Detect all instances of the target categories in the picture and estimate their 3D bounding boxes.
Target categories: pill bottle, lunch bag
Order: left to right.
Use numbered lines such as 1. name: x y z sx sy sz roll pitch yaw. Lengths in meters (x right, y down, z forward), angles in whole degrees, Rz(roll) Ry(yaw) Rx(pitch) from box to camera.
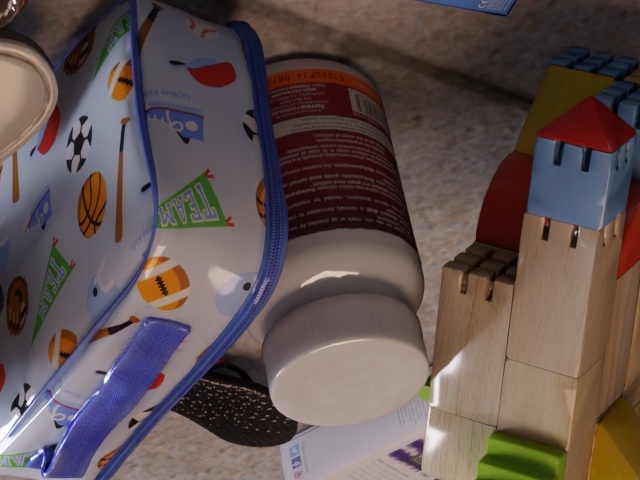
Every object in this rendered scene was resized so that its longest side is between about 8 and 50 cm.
1. lunch bag: -0.134 0.014 1.225 0.115 0.243 0.303 12 138 -29
2. pill bottle: 0.000 0.000 1.261 0.121 0.221 0.121 -7 144 -5

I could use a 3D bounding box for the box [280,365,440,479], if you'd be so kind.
1. box: 0.160 0.168 1.687 0.322 0.058 0.232 -28 142 24

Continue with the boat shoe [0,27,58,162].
1. boat shoe: -0.318 -0.063 1.218 0.335 0.095 0.112 -25 129 11

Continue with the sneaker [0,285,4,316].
1. sneaker: -0.280 0.052 1.250 0.148 0.350 0.131 -45 109 -8

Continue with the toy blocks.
1. toy blocks: 0.182 -0.003 1.286 0.190 0.381 0.261 15 114 24

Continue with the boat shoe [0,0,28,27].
1. boat shoe: -0.277 -0.183 1.014 0.123 0.123 0.342 -27 142 21

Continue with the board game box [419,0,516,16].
1. board game box: 0.047 -0.214 1.124 0.210 0.047 0.160 7 138 -25

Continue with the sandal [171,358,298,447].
1. sandal: -0.094 0.114 1.562 0.179 0.040 0.067 24 128 -20
